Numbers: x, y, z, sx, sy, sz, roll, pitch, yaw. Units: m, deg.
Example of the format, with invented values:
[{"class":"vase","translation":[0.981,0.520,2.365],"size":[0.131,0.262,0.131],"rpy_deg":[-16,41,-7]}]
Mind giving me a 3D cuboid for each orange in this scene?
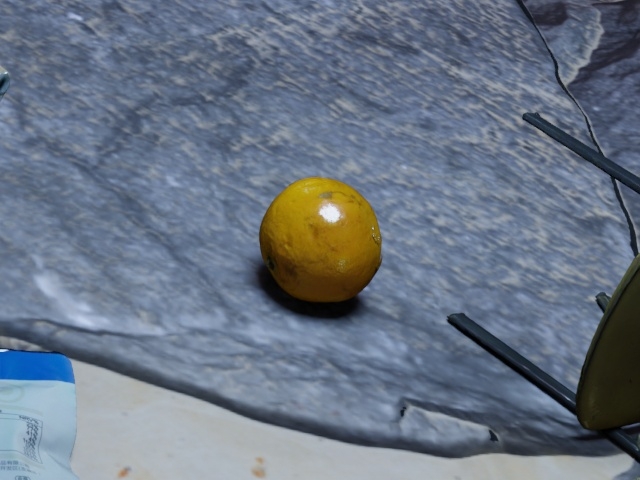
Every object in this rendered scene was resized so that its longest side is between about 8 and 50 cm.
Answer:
[{"class":"orange","translation":[0.000,0.001,1.109],"size":[0.083,0.083,0.083],"rpy_deg":[12,31,-7]}]

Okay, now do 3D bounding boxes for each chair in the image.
[{"class":"chair","translation":[0.230,0.047,1.066],"size":[0.172,0.158,0.247],"rpy_deg":[-2,34,-32]}]

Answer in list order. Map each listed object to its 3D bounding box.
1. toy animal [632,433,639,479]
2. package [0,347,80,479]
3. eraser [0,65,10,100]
[{"class":"toy animal","translation":[0.272,0.189,0.935],"size":[0.214,0.093,0.186],"rpy_deg":[15,34,-17]},{"class":"package","translation":[-0.205,0.107,0.891],"size":[0.171,0.027,0.173],"rpy_deg":[3,32,-16]},{"class":"eraser","translation":[-0.369,-0.147,1.167],"size":[0.290,0.087,0.171],"rpy_deg":[35,30,29]}]
